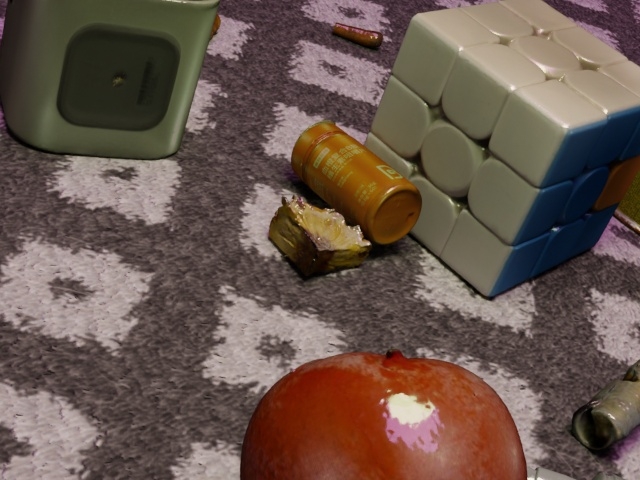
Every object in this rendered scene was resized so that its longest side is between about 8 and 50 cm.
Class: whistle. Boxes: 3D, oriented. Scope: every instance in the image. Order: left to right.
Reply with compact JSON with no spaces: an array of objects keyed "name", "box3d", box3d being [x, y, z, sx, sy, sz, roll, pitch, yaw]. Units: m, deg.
[{"name":"whistle","box3d":[0.428,0.180,1.440,0.068,0.057,0.326,42,40,24]}]

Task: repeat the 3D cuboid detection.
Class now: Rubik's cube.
[{"name":"Rubik's cube","box3d":[0.270,-0.143,1.595,0.291,0.290,0.291,-21,52,-42]}]

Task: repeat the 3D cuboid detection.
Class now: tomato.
[{"name":"tomato","box3d":[0.060,0.230,1.023,0.264,0.265,0.265,13,35,-10]}]

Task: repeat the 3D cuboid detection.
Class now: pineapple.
[{"name":"pineapple","box3d":[0.000,0.000,1.460,0.137,0.069,0.116,19,34,-5]}]

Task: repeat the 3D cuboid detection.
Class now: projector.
[{"name":"projector","box3d":[-0.296,-0.285,1.539,0.248,0.249,0.249,3,39,-25]}]

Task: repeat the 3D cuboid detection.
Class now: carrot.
[{"name":"carrot","box3d":[0.068,-0.371,2.027,0.093,0.032,0.032,16,35,2]}]

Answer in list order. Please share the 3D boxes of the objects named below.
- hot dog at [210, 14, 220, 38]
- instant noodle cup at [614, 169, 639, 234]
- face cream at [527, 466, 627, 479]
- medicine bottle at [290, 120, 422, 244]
[{"name":"hot dog","box3d":[-0.215,-0.331,1.818,0.066,0.047,0.216,19,35,3]},{"name":"instant noodle cup","box3d":[0.602,-0.131,1.822,0.264,0.200,0.264,13,34,-9]},{"name":"face cream","box3d":[0.309,0.300,1.181,0.251,0.101,0.101,24,35,6]},{"name":"medicine bottle","box3d":[0.048,-0.081,1.548,0.096,0.096,0.192,-9,37,-35]}]
